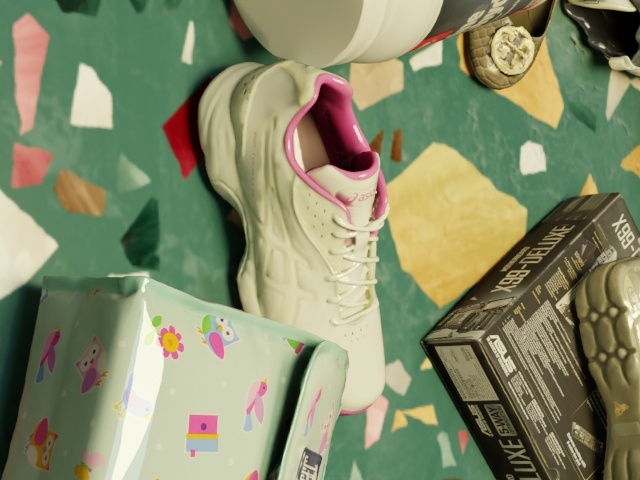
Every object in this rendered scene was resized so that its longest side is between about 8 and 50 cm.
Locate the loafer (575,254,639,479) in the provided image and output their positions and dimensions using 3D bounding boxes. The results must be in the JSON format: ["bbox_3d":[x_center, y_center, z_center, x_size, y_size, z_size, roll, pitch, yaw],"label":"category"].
[{"bbox_3d":[0.310,0.171,1.646,0.111,0.112,0.320,-7,90,-31],"label":"loafer"}]

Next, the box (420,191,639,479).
[{"bbox_3d":[0.254,0.146,1.726,0.242,0.076,0.307,-43,112,-35],"label":"box"}]

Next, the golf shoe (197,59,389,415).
[{"bbox_3d":[0.000,0.000,1.493,0.115,0.140,0.306,-29,104,-40],"label":"golf shoe"}]

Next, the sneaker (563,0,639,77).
[{"bbox_3d":[0.302,-0.269,1.803,0.153,0.094,0.235,-10,101,-49],"label":"sneaker"}]

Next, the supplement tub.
[{"bbox_3d":[0.072,-0.257,1.547,0.272,0.191,0.191,-24,100,-39],"label":"supplement tub"}]

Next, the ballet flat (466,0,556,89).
[{"bbox_3d":[0.203,-0.253,1.742,0.084,0.058,0.250,38,62,-29],"label":"ballet flat"}]

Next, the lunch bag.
[{"bbox_3d":[-0.091,0.160,1.383,0.262,0.160,0.223,22,75,-38],"label":"lunch bag"}]
